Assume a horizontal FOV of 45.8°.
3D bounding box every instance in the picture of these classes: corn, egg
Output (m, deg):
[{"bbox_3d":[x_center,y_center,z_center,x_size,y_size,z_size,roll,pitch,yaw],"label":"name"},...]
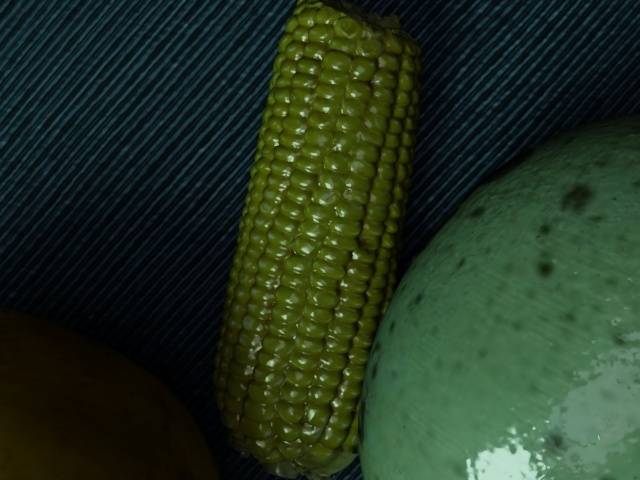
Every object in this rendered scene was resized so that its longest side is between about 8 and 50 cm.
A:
[{"bbox_3d":[0.000,0.000,0.600,0.143,0.144,0.387,9,96,1],"label":"corn"},{"bbox_3d":[0.193,0.081,0.521,0.287,0.287,0.379,39,80,-2],"label":"egg"}]

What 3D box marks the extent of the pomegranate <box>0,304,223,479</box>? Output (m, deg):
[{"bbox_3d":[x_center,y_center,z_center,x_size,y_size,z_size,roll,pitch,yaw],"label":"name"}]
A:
[{"bbox_3d":[-0.258,0.248,0.502,0.416,0.416,0.417,0,94,1],"label":"pomegranate"}]
